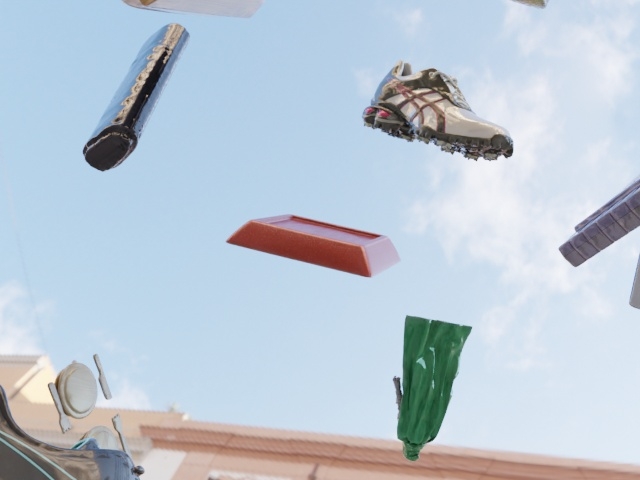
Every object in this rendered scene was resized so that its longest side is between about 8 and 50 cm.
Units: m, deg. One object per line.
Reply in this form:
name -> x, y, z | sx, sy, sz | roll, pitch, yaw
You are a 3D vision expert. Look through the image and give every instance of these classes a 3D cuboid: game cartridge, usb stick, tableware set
game cartridge -> 0.562, -0.108, 1.272 | 0.068, 0.355, 0.230 | 48, -28, 12
usb stick -> -0.217, -0.181, 0.936 | 0.077, 0.278, 0.045 | -28, -59, 27
tableware set -> -0.367, 0.283, 1.197 | 0.039, 0.128, 0.194 | -12, -81, 21

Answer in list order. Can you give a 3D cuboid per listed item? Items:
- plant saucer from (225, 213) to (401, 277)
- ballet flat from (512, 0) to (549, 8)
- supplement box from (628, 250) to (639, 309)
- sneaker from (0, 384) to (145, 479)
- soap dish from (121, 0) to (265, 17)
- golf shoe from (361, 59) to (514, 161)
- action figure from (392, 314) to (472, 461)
plant saucer -> 0.000, 0.000, 1.370 | 0.258, 0.258, 0.048 | 14, -81, 16
ballet flat -> 0.161, -0.374, 0.879 | 0.123, 0.123, 0.348 | -19, -36, 23
supplement box -> 0.336, -0.008, 0.555 | 0.111, 0.220, 0.114 | 27, -58, 45
sneaker -> -0.121, 0.183, 0.457 | 0.267, 0.106, 0.101 | 38, -39, -23
soap dish -> -0.152, -0.369, 0.852 | 0.118, 0.291, 0.229 | -20, -83, 20
golf shoe -> 0.174, -0.194, 1.140 | 0.272, 0.105, 0.120 | 27, -82, 44
action figure -> 0.165, 0.242, 1.251 | 0.137, 0.063, 0.232 | 13, -93, -25
